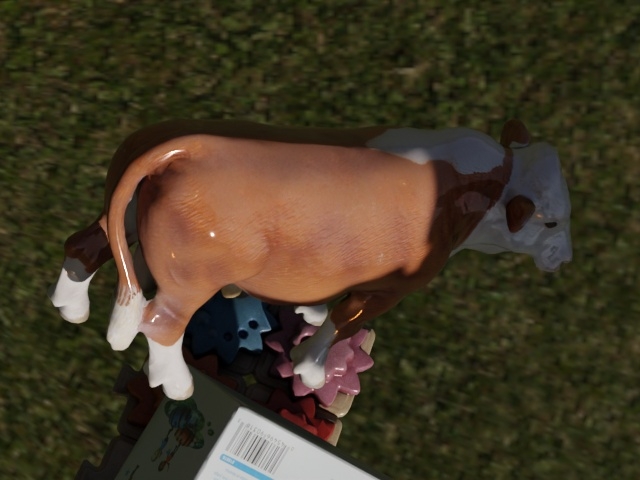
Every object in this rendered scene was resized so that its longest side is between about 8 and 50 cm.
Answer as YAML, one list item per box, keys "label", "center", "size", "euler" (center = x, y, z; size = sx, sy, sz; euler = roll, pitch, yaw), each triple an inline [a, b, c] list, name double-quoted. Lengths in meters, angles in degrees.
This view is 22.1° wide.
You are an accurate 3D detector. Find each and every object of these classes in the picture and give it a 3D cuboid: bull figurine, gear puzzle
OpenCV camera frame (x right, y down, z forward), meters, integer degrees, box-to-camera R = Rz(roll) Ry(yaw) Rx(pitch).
- label: "bull figurine"
  center: [0.000, 0.000, 0.933]
  size: [0.310, 0.101, 0.188]
  euler: [6, 132, -36]
- label: "gear puzzle"
  center: [-0.082, 0.170, 1.185]
  size: [0.175, 0.044, 0.339]
  euler: [24, 64, -5]

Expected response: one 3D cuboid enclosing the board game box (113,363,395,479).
- label: "board game box"
  center: [-0.068, 0.265, 1.058]
  size: [0.224, 0.097, 0.303]
  euler: [33, 85, -32]
